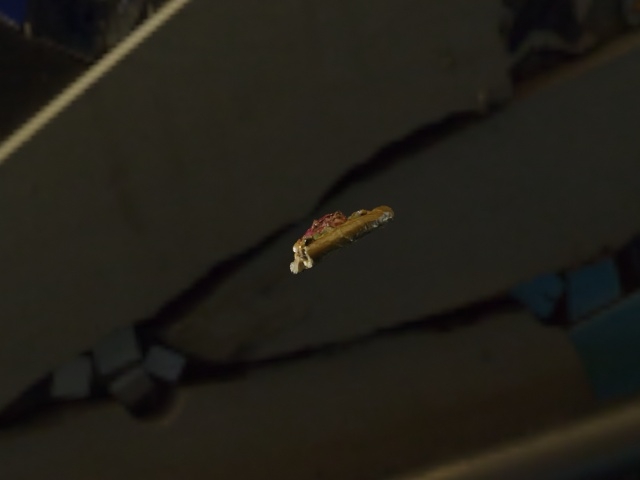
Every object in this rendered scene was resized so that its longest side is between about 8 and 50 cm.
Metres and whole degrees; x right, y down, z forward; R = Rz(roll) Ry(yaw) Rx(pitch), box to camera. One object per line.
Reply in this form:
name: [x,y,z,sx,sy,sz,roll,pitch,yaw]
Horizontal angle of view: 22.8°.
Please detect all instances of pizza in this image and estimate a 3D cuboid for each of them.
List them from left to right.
pizza: [0.000,-0.001,0.985,0.078,0.025,0.083,-25,-177,43]
